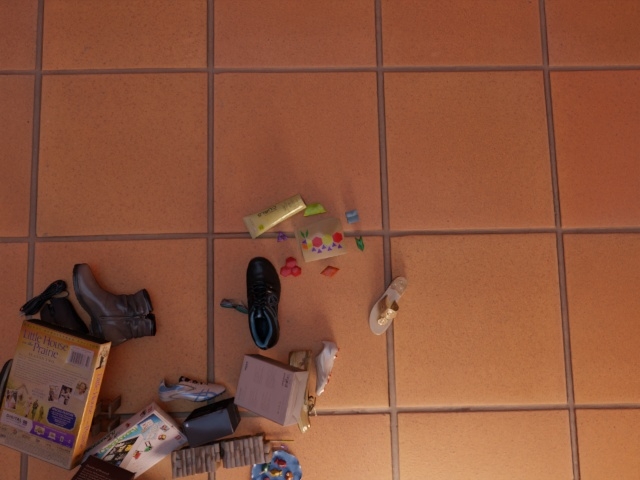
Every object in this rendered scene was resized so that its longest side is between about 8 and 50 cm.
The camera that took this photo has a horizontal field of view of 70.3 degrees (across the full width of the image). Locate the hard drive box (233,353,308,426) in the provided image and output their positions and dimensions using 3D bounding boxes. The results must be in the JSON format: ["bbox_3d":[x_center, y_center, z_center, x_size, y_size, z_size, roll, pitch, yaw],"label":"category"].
[{"bbox_3d":[-0.173,0.511,1.577,0.232,0.089,0.180,9,84,34],"label":"hard drive box"}]

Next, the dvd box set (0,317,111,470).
[{"bbox_3d":[-0.889,0.499,1.503,0.308,0.062,0.419,13,89,10],"label":"dvd box set"}]

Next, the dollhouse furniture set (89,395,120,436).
[{"bbox_3d":[-0.848,0.557,1.616,0.263,0.135,0.258,4,96,-1],"label":"dollhouse furniture set"}]

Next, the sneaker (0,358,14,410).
[{"bbox_3d":[-1.164,0.519,1.615,0.118,0.083,0.221,17,85,1],"label":"sneaker"}]

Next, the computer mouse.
[{"bbox_3d":[-0.954,0.295,1.646,0.189,0.072,0.272,-38,86,-5],"label":"computer mouse"}]

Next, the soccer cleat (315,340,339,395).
[{"bbox_3d":[0.009,0.462,1.658,0.076,0.068,0.196,18,77,5],"label":"soccer cleat"}]

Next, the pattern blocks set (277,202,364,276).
[{"bbox_3d":[0.000,0.000,1.717,0.326,0.026,0.284,-5,84,-1],"label":"pattern blocks set"}]

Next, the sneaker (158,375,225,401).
[{"bbox_3d":[-0.461,0.530,1.628,0.238,0.085,0.086,-1,89,-3],"label":"sneaker"}]

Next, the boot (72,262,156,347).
[{"bbox_3d":[-0.736,0.213,1.651,0.223,0.118,0.337,-20,96,-6],"label":"boot"}]

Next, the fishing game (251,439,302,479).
[{"bbox_3d":[-0.156,0.849,1.627,0.190,0.041,0.263,6,84,2],"label":"fishing game"}]

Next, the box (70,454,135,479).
[{"bbox_3d":[-0.724,0.834,1.425,0.167,0.203,0.168,24,111,-2],"label":"box"}]

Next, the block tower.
[{"bbox_3d":[-0.343,0.751,1.595,0.336,0.097,0.090,-9,75,-2],"label":"block tower"}]

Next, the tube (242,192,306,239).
[{"bbox_3d":[-0.170,-0.096,1.708,0.240,0.062,0.070,-26,43,7],"label":"tube"}]

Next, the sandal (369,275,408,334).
[{"bbox_3d":[0.252,0.237,1.674,0.088,0.079,0.239,29,85,2],"label":"sandal"}]

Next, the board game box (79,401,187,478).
[{"bbox_3d":[-0.644,0.717,1.577,0.306,0.053,0.192,-34,118,-4],"label":"board game box"}]

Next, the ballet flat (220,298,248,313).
[{"bbox_3d":[-0.313,0.239,1.684,0.115,0.041,0.041,17,84,-1],"label":"ballet flat"}]

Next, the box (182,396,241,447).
[{"bbox_3d":[-0.375,0.630,1.583,0.156,0.158,0.093,-18,85,-2],"label":"box"}]

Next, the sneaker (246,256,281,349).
[{"bbox_3d":[-0.203,0.223,1.636,0.125,0.139,0.340,-9,83,0],"label":"sneaker"}]

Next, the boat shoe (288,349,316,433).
[{"bbox_3d":[-0.057,0.538,1.626,0.090,0.104,0.284,-7,83,-4],"label":"boat shoe"}]
